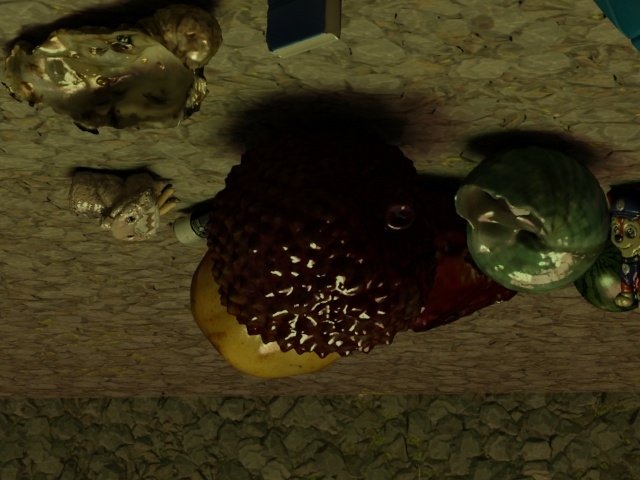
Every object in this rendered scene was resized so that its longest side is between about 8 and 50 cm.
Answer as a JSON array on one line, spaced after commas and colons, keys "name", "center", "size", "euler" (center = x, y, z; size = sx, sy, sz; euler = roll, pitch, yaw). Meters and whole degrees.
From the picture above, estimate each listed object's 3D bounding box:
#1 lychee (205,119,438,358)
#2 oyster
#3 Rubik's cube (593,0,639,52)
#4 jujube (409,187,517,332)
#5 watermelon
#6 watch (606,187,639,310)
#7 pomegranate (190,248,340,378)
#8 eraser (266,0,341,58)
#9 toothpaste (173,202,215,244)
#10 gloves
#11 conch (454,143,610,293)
[{"name": "lychee", "center": [0.000, 0.000, 2.014], "size": [0.306, 0.306, 0.330], "euler": [15, 151, -42]}, {"name": "oyster", "center": [-0.223, -0.198, 1.748], "size": [0.294, 0.094, 0.166], "euler": [4, 149, 24]}, {"name": "Rubik's cube", "center": [0.322, -0.289, 1.277], "size": [0.254, 0.254, 0.254], "euler": [1, 164, 0]}, {"name": "jujube", "center": [0.171, 0.028, 2.329], "size": [0.216, 0.216, 0.342], "euler": [-12, 167, 38]}, {"name": "watermelon", "center": [0.432, 0.029, 2.401], "size": [0.140, 0.141, 0.187], "euler": [-11, 153, 36]}, {"name": "watch", "center": [0.526, 0.014, 2.299], "size": [0.171, 0.196, 0.200], "euler": [1, -171, 36]}, {"name": "pomegranate", "center": [-0.063, 0.084, 2.402], "size": [0.264, 0.264, 0.264], "euler": [1, 164, 0]}, {"name": "eraser", "center": [-0.017, -0.226, 1.640], "size": [0.084, 0.063, 0.027], "euler": [-13, 161, 43]}, {"name": "toothpaste", "center": [-0.133, -0.041, 2.357], "size": [0.071, 0.045, 0.193], "euler": [5, 160, -46]}, {"name": "gloves", "center": [-0.281, -0.050, 2.242], "size": [0.144, 0.094, 0.110], "euler": [6, 154, 12]}, {"name": "conch", "center": [0.276, -0.028, 2.152], "size": [0.220, 0.195, 0.277], "euler": [11, -179, -4]}]
